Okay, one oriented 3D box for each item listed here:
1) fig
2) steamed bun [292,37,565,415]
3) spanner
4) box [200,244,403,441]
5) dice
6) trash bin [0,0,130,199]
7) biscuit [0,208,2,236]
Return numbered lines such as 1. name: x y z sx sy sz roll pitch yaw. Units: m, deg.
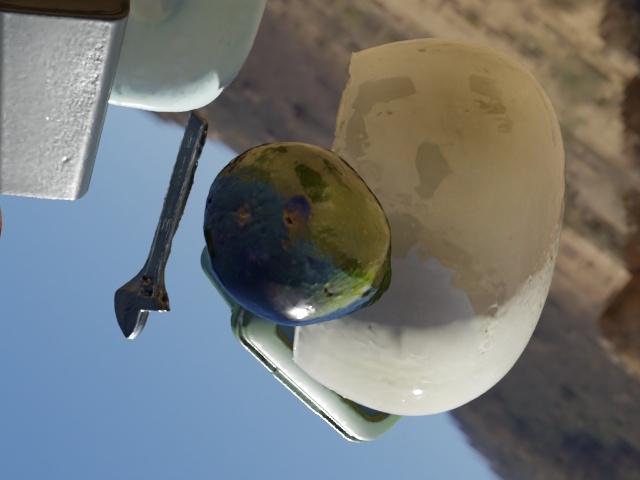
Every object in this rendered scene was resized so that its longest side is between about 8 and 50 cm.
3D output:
1. fig: 0.000 0.000 1.324 0.156 0.123 0.123 13 -158 -48
2. steamed bun: 0.099 -0.010 1.643 0.206 0.324 0.324 10 -175 0
3. spanner: -0.201 -0.017 2.512 0.026 0.325 0.093 -1 -154 -48
4. box: 0.023 0.062 2.330 0.328 0.253 0.178 47 176 -42
5. dice: -0.223 -0.299 2.095 0.268 0.262 0.265 9 -164 -30
6. trash bin: -0.226 -0.163 1.615 0.115 0.225 0.165 2 -131 -11
7. biscuit: -0.365 0.003 1.884 0.050 0.170 0.170 25 -168 -42
